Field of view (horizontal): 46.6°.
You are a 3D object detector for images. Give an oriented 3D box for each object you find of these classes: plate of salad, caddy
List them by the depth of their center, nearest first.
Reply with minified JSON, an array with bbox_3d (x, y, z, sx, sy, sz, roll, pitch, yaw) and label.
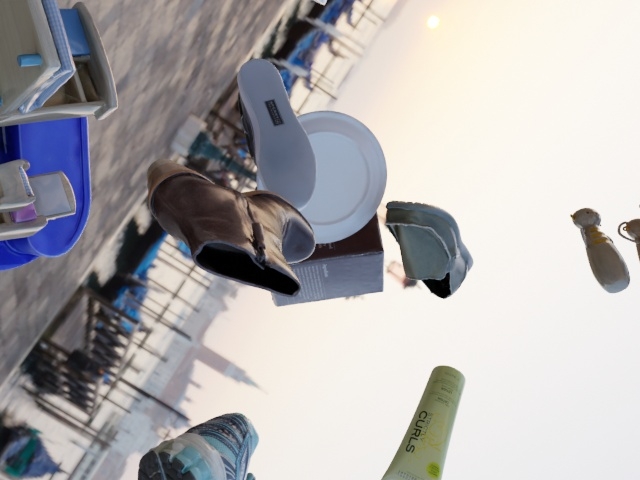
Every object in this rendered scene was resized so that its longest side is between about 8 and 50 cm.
[{"bbox_3d":[-0.460,-0.118,1.047,0.179,0.242,0.341,16,-72,57],"label":"caddy"},{"bbox_3d":[0.002,-0.094,1.107,0.199,0.200,0.048,-57,-161,5],"label":"plate of salad"}]

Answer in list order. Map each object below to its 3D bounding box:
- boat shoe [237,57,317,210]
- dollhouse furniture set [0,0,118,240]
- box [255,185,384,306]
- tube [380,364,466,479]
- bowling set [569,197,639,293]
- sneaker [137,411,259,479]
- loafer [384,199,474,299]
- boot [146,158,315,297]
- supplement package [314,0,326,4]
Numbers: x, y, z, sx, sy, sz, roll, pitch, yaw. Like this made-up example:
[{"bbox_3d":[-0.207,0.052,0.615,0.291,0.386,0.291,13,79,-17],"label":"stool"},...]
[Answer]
[{"bbox_3d":[-0.067,-0.134,1.012,0.080,0.228,0.076,-16,163,-18],"label":"boat shoe"},{"bbox_3d":[-0.252,-0.180,0.747,0.198,0.286,0.303,-18,179,-41],"label":"dollhouse furniture set"},{"bbox_3d":[0.000,0.000,1.309,0.167,0.203,0.168,82,1,-61],"label":"box"},{"bbox_3d":[0.176,0.307,1.186,0.070,0.062,0.240,-8,-145,36],"label":"tube"},{"bbox_3d":[0.562,-0.012,1.148,0.200,0.287,0.154,-50,-142,42],"label":"bowling set"},{"bbox_3d":[-0.125,0.293,0.794,0.122,0.110,0.282,-30,151,-44],"label":"sneaker"},{"bbox_3d":[0.168,0.019,1.133,0.095,0.251,0.087,6,-113,36],"label":"loafer"},{"bbox_3d":[-0.069,0.009,0.800,0.090,0.249,0.207,-55,-141,11],"label":"boot"},{"bbox_3d":[-0.080,-0.449,0.930,0.175,0.178,0.293,-65,158,7],"label":"supplement package"}]
